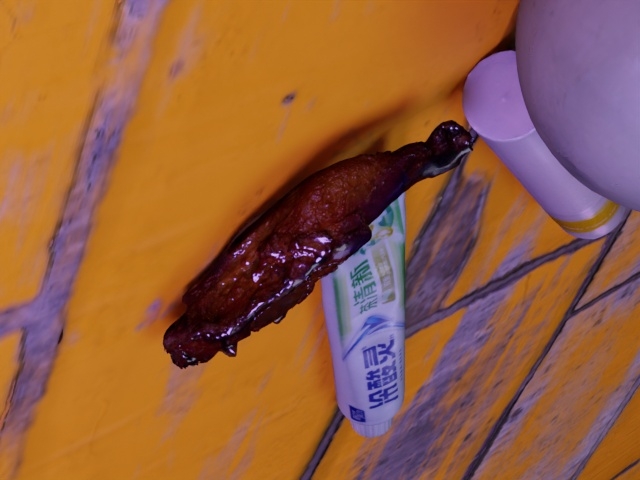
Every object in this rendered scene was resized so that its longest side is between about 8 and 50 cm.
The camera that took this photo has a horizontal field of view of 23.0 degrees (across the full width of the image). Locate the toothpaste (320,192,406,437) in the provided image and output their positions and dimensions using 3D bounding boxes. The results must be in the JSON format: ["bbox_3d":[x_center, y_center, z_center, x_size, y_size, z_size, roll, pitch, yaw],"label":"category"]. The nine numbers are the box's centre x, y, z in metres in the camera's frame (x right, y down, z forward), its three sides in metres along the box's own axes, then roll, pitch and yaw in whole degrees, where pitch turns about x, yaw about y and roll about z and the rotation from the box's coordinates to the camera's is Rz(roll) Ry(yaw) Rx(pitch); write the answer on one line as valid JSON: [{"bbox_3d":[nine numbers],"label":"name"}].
[{"bbox_3d":[0.029,0.047,1.014,0.074,0.048,0.297,-32,150,-17],"label":"toothpaste"}]

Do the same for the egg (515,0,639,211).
[{"bbox_3d":[0.215,-0.120,0.851,0.283,0.203,0.203,-45,163,-50],"label":"egg"}]

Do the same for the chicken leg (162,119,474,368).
[{"bbox_3d":[-0.003,0.000,0.861,0.205,0.053,0.093,-36,162,6],"label":"chicken leg"}]

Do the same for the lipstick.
[{"bbox_3d":[0.153,-0.057,1.035,0.059,0.059,0.264,-48,156,4],"label":"lipstick"}]
